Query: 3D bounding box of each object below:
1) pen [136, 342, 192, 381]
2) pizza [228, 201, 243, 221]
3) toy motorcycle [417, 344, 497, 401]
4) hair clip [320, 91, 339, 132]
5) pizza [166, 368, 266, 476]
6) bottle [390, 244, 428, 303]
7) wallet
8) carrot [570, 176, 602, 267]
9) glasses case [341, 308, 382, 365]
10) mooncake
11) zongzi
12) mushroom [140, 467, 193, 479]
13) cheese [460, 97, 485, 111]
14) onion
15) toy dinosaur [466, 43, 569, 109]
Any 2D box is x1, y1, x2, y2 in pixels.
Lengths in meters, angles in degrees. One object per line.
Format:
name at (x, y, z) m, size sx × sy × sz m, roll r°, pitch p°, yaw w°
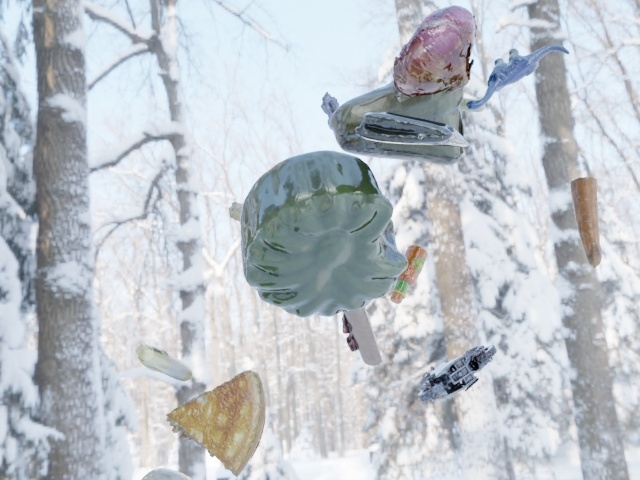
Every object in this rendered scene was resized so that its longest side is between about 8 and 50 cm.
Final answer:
pen at (-0.228, 0.182, 0.970) m, size 0.040 × 0.032 × 0.233 m, roll 35°, pitch -14°, yaw 12°
pizza at (-0.151, -0.045, 1.876) m, size 0.189 × 0.071 × 0.297 m, roll 26°, pitch 3°, yaw -32°
toy motorcycle at (0.318, 0.315, 1.547) m, size 0.215 × 0.080 × 0.122 m, roll -32°, pitch -4°, yaw -8°
hair clip at (0.064, -0.392, 2.133) m, size 0.052 × 0.195 × 0.124 m, roll -24°, pitch 15°, yaw 30°
pizza at (-0.193, 0.336, 1.252) m, size 0.193 × 0.201 × 0.053 m, roll 6°, pitch -31°, yaw 17°
bottle at (0.253, 0.103, 1.930) m, size 0.069 × 0.187 × 0.069 m, roll 23°, pitch -26°, yaw 12°
wallet at (0.176, -0.194, 1.192) m, size 0.169 × 0.052 × 0.245 m, roll 11°, pitch 9°, yaw 20°
carrot at (0.616, -0.038, 1.510) m, size 0.061 × 0.209 × 0.061 m, roll -1°, pitch -15°, yaw 0°
glasses case at (0.089, 0.209, 1.610) m, size 0.070 × 0.102 × 0.193 m, roll -17°, pitch -56°, yaw 5°
mooncake at (0.000, 0.000, 1.320) m, size 0.351 × 0.187 × 0.351 m, roll -5°, pitch -44°, yaw -5°
zongzi at (0.213, -0.400, 1.734) m, size 0.356 × 0.393 × 0.174 m, roll 2°, pitch 20°, yaw -7°
mushroom at (-0.357, 0.597, 1.420) m, size 0.209 × 0.206 × 0.206 m, roll -5°, pitch -16°, yaw -13°
cheese at (0.416, -0.431, 2.060) m, size 0.194 × 0.043 × 0.065 m, roll 11°, pitch 11°, yaw 19°
onion at (0.275, -0.410, 1.483) m, size 0.230 × 0.163 × 0.230 m, roll -42°, pitch -19°, yaw -18°
toy dinosaur at (0.457, -0.384, 1.529) m, size 0.248 × 0.188 × 0.075 m, roll -17°, pitch -63°, yaw 21°
